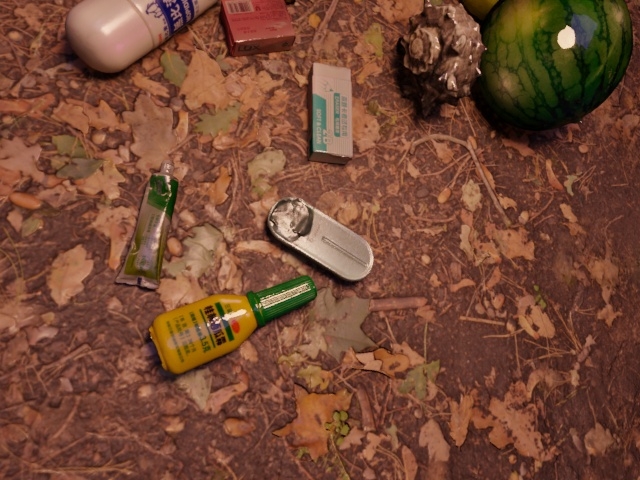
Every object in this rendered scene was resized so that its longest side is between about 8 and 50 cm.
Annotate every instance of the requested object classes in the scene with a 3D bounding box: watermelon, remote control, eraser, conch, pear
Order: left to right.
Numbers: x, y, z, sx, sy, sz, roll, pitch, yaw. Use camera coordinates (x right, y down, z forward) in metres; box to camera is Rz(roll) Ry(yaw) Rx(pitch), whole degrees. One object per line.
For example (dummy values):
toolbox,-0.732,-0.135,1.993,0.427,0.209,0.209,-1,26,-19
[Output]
remote control,0.000,0.000,0.864,0.248,0.052,0.104,33,68,-8
eraser,0.022,-0.289,0.939,0.096,0.052,0.224,3,77,-15
conch,0.264,-0.434,0.949,0.186,0.312,0.240,-16,123,12
pear,0.488,-0.710,1.143,0.180,0.166,0.216,15,47,-3
watermelon,0.555,-0.448,0.997,0.364,0.363,0.362,4,76,-17

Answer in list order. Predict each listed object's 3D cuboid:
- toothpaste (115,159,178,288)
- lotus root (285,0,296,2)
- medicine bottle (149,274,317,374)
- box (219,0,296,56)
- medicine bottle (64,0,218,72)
toothpaste,-0.315,-0.035,0.775,0.078,0.047,0.247,11,76,-11
lotus root,-0.138,-0.603,0.942,0.191,0.094,0.108,15,96,-19
medicine bottle,-0.151,0.141,0.770,0.309,0.076,0.111,-20,86,-22
box,-0.141,-0.485,0.928,0.156,0.060,0.111,-15,82,-18
medicine bottle,-0.345,-0.466,0.818,0.130,0.130,0.341,42,68,-5
